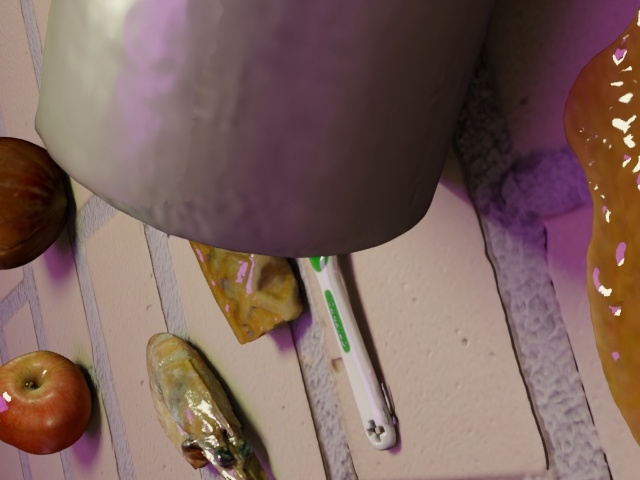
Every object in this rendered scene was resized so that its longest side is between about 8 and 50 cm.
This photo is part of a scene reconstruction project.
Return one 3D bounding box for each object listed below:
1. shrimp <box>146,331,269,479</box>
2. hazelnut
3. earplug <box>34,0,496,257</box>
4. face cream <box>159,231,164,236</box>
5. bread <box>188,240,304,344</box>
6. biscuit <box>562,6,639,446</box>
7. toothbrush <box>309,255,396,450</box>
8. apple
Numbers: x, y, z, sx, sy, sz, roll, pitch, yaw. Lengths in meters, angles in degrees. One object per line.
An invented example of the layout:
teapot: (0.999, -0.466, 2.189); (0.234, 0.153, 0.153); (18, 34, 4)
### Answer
shrimp: (-0.156, 0.235, 1.149); (0.317, 0.077, 0.168); (44, 142, 49)
hazelnut: (-0.532, -0.065, 1.537); (0.229, 0.229, 0.230); (18, 112, 54)
earplug: (-0.021, -0.230, 0.613); (0.312, 0.312, 0.394); (46, 132, 42)
face cream: (-0.228, -0.061, 1.227); (0.038, 0.020, 0.115); (-47, 61, 49)
bread: (-0.100, -0.002, 0.995); (0.128, 0.088, 0.232); (-36, 72, 62)
biscuit: (0.281, -0.018, 0.425); (0.385, 0.062, 0.365); (-27, 73, 56)
toothbrush: (0.004, -0.001, 0.882); (0.042, 0.040, 0.418); (-25, 80, 43)
apple: (-0.488, 0.286, 1.570); (0.199, 0.199, 0.199); (18, 112, 54)
